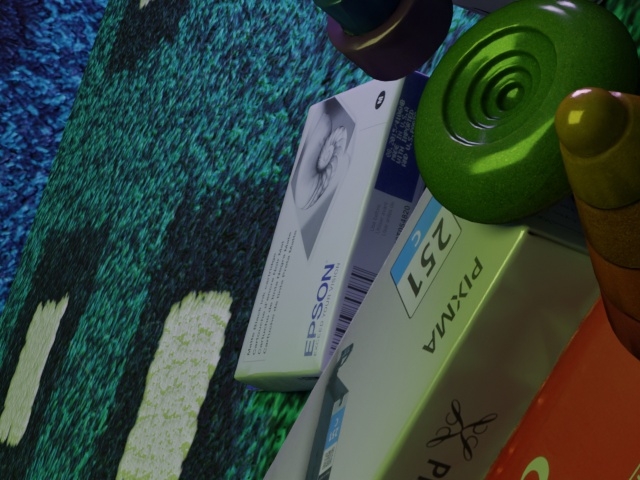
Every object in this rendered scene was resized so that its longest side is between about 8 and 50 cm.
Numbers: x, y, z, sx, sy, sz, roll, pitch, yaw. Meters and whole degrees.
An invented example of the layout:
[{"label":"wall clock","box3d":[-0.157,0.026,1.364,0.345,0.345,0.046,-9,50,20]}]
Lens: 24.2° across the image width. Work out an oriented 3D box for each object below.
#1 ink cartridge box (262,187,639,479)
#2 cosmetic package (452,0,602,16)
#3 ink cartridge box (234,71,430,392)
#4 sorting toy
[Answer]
[{"label":"ink cartridge box","box3d":[0.060,0.123,0.783,0.296,0.066,0.261,-62,21,19]},{"label":"cosmetic package","box3d":[0.112,-0.291,0.916,0.113,0.160,0.309,-46,32,50]},{"label":"ink cartridge box","box3d":[0.000,0.000,1.086,0.224,0.045,0.223,-17,55,66]},{"label":"sorting toy","box3d":[0.079,-0.078,0.694,0.127,0.126,0.365,-51,40,5]}]
